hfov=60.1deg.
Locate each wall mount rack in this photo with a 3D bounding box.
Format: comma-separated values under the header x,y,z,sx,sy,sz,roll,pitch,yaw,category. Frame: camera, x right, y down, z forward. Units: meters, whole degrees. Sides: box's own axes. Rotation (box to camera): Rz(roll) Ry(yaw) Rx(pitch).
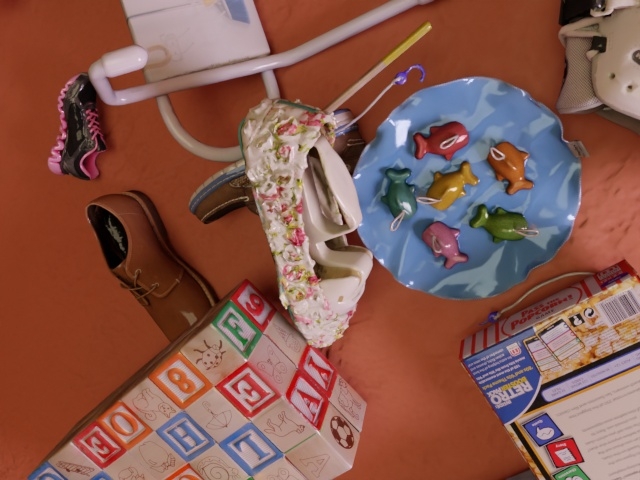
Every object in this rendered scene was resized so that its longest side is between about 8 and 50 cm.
x,y,z,sx,sy,sz,roll,pitch,yaw,category
-0.070,-0.259,0.471,0.304,0.130,0.350,-19,91,-14,wall mount rack

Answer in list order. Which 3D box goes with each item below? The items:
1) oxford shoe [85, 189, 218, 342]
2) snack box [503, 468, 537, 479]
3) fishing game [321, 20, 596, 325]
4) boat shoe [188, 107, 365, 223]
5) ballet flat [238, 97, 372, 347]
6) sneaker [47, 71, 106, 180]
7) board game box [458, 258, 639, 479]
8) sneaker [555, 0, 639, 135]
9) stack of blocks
x,y,z,sx,sy,sz,roll,pitch,yaw,category
-0.175,0.045,0.571,0.076,0.076,0.212,-38,85,19,oxford shoe
0.196,0.383,0.482,0.187,0.060,0.322,-35,84,21,snack box
0.116,-0.034,0.445,0.189,0.041,0.264,-32,97,19,fishing game
-0.041,-0.051,0.511,0.183,0.066,0.066,-26,89,22,boat shoe
0.000,0.000,0.453,0.077,0.091,0.241,2,127,29,ballet flat
-0.253,-0.119,0.598,0.057,0.047,0.119,24,112,10,sneaker
0.224,0.135,0.436,0.147,0.045,0.193,-32,92,21,board game box
0.214,-0.160,0.370,0.146,0.122,0.330,-27,87,20,sneaker
-0.124,0.196,0.541,0.297,0.087,0.171,-39,99,24,stack of blocks
